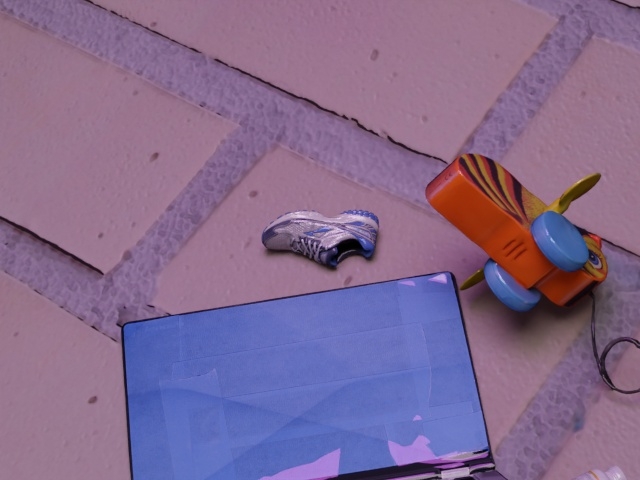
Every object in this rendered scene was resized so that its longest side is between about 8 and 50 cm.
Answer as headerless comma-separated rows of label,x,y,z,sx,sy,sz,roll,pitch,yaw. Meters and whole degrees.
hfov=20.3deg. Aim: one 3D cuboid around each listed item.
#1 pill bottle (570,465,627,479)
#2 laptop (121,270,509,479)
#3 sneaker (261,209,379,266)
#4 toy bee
pill bottle,0.268,0.259,1.807,0.083,0.043,0.043,-24,54,-11
laptop,-0.023,0.165,1.803,0.382,0.408,0.236,-10,86,0
sneaker,0.000,0.000,2.032,0.135,0.052,0.058,-5,57,4
toy bee,0.239,0.018,1.935,0.195,0.298,0.162,-20,15,25
